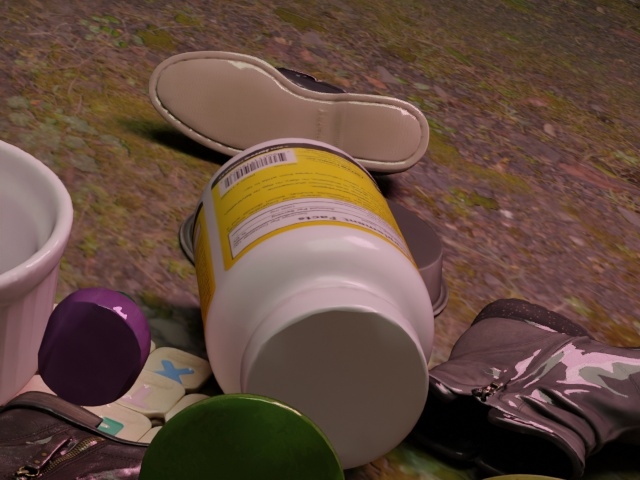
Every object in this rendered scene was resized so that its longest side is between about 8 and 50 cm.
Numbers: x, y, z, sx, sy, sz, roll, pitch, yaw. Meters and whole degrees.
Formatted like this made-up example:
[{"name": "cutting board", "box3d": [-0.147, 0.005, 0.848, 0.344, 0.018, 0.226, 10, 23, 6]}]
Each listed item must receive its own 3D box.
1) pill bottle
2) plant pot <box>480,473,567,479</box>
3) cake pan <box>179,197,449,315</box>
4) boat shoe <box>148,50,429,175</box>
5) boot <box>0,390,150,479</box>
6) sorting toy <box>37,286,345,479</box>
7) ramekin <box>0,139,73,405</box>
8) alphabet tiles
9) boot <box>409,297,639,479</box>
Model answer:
[{"name": "pill bottle", "box3d": [-0.008, 0.050, 1.318, 0.188, 0.188, 0.334, 10, 21, -12]}, {"name": "plant pot", "box3d": [0.051, 0.298, 0.721, 0.275, 0.275, 0.293, 30, 42, 34]}, {"name": "cake pan", "box3d": [0.000, 0.000, 1.635, 0.293, 0.054, 0.293, 13, 21, -5]}, {"name": "boat shoe", "box3d": [-0.039, -0.146, 1.896, 0.340, 0.127, 0.113, 7, -8, 1]}, {"name": "boot", "box3d": [-0.162, 0.189, 0.990, 0.263, 0.091, 0.229, 18, 15, 13]}, {"name": "sorting toy", "box3d": [-0.026, 0.156, 0.997, 0.365, 0.127, 0.126, 44, 14, -7]}, {"name": "ramekin", "box3d": [-0.332, 0.029, 1.189, 0.277, 0.135, 0.277, 6, 30, -3]}, {"name": "alphabet tiles", "box3d": [-0.208, 0.120, 1.254, 0.284, 0.021, 0.278, 20, 23, 13]}, {"name": "boot", "box3d": [0.246, 0.162, 1.349, 0.338, 0.118, 0.223, 11, 21, 22]}]
